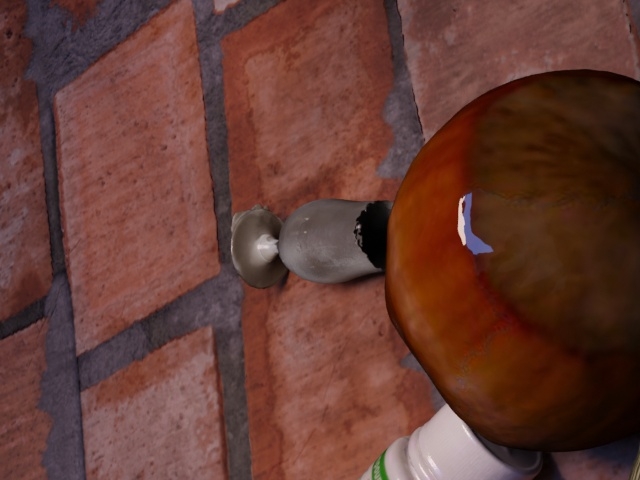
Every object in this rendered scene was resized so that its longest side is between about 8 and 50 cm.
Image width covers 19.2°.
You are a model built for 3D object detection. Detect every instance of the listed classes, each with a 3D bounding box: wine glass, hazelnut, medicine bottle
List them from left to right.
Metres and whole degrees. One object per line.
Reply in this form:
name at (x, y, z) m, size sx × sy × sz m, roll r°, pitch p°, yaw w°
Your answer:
wine glass at (0.000, 0.000, 2.159) m, size 0.222 × 0.103 × 0.103 m, roll -6°, pitch 75°, yaw 46°
medicine bottle at (0.111, 0.268, 1.934) m, size 0.237 × 0.139 × 0.139 m, roll -47°, pitch 49°, yaw 27°
hazelnut at (0.215, 0.017, 1.776) m, size 0.365 × 0.365 × 0.366 m, roll -16°, pitch 67°, yaw 44°

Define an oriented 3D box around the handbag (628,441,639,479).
handbag at (0.399, 0.262, 1.444) m, size 0.240 × 0.340 × 0.247 m, roll -53°, pitch -20°, yaw -81°
